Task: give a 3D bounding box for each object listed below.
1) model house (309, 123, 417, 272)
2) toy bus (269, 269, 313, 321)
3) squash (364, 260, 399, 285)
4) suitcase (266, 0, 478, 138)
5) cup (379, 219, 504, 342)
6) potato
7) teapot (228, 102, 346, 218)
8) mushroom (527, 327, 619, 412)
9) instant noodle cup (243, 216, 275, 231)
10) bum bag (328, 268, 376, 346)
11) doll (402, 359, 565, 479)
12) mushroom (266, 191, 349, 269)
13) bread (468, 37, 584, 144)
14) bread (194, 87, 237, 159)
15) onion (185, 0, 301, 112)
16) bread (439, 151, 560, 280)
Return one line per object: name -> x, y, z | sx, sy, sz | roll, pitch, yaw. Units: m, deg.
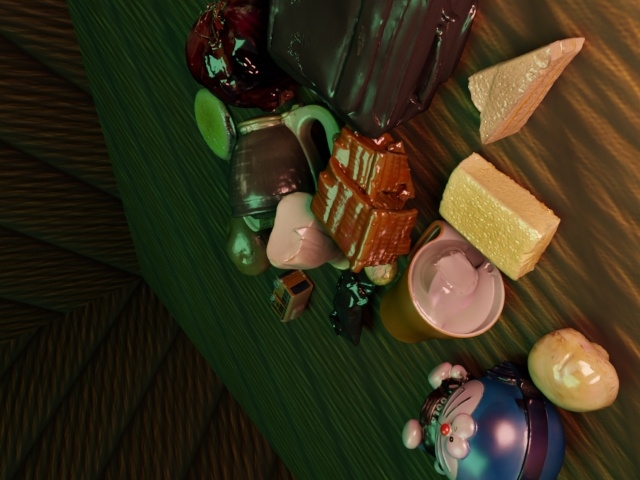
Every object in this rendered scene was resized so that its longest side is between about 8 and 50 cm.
model house -> 0.093, -0.079, 0.997 | 0.199, 0.220, 0.229 | -59, 16, 27
toy bus -> -0.090, 0.170, 1.697 | 0.103, 0.091, 0.182 | 50, 148, 21
squash -> 0.121, 0.040, 1.154 | 0.239, 0.069, 0.069 | -91, -20, -77
suitcase -> 0.075, -0.369, 0.868 | 0.339, 0.188, 0.345 | 44, 146, 20
cup -> 0.215, 0.091, 1.070 | 0.264, 0.183, 0.226 | 126, 146, -66
potato -> -0.209, -0.010, 1.673 | 0.178, 0.160, 0.235 | 13, 114, 25
teapot -> -0.086, -0.174, 1.239 | 0.322, 0.240, 0.239 | 1, 102, 65
mushroom -> 0.404, 0.209, 0.889 | 0.148, 0.112, 0.148 | 43, 149, 35
instant noodle cup -> -0.145, -0.099, 1.511 | 0.151, 0.122, 0.151 | 38, 141, 38
bum bag -> 0.080, 0.148, 1.408 | 0.137, 0.074, 0.310 | 54, 148, 39
doll -> 0.316, 0.370, 1.063 | 0.240, 0.284, 0.310 | 17, 169, -10
mushroom -> 0.000, 0.000, 1.185 | 0.122, 0.159, 0.329 | 43, -173, 24
bread -> 0.284, -0.200, 0.754 | 0.152, 0.077, 0.105 | -1, 110, 63
bread -> -0.321, -0.347, 1.675 | 0.228, 0.034, 0.228 | 38, 144, 34
onion -> -0.148, -0.402, 1.160 | 0.281, 0.221, 0.281 | 23, 152, 13
bread -> 0.286, -0.041, 0.907 | 0.188, 0.068, 0.125 | 47, 149, 27
